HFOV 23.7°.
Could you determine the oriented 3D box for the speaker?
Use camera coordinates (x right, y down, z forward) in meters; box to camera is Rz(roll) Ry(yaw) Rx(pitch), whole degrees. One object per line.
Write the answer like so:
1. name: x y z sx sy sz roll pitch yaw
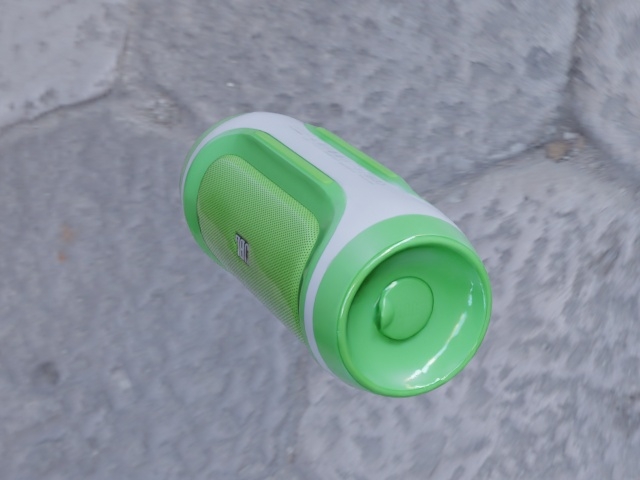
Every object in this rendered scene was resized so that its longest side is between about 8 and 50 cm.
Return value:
1. speaker: 0.000 0.000 1.050 0.131 0.296 0.131 -9 112 -22
